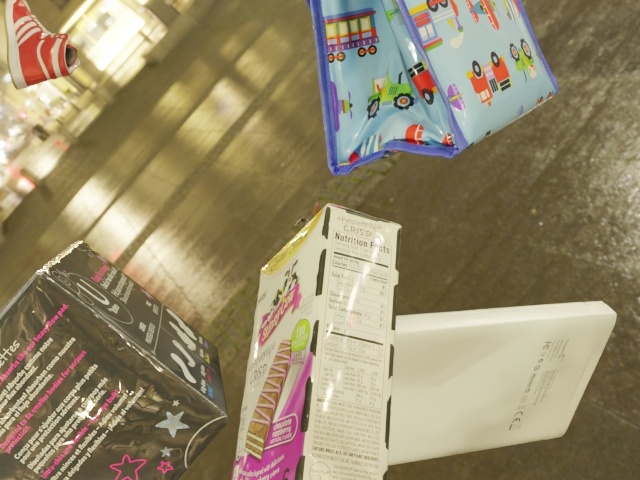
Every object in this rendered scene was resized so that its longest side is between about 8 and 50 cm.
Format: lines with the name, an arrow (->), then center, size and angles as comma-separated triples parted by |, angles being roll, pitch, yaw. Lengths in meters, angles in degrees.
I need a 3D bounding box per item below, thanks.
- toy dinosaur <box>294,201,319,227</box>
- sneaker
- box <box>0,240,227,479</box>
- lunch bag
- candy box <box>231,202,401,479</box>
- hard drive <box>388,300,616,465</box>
toy dinosaur -> 0.000, 0.000, 1.031 | 0.090, 0.082, 0.047 | -46, 4, -20
sneaker -> -0.282, -0.207, 0.758 | 0.067, 0.042, 0.118 | -13, 64, -6
box -> -0.196, 0.140, 0.487 | 0.247, 0.142, 0.163 | -48, 12, -2
lunch bag -> 0.081, -0.233, 0.650 | 0.138, 0.293, 0.221 | -5, 17, 39
candy box -> -0.007, 0.109, 0.600 | 0.159, 0.071, 0.233 | 137, 145, -56
hard drive -> 0.219, 0.196, 1.020 | 0.047, 0.353, 0.233 | -126, 41, -51
